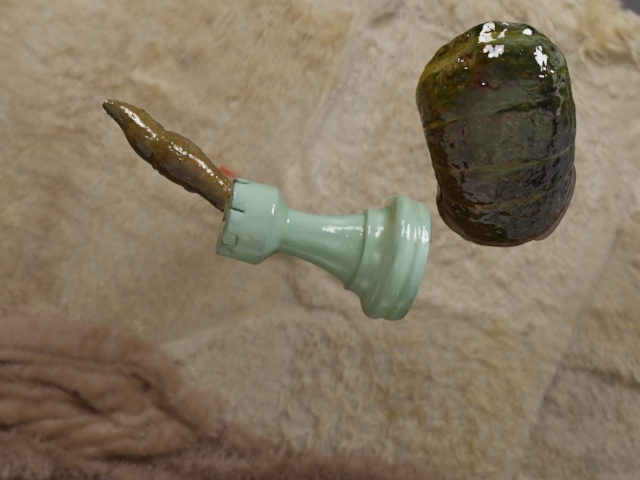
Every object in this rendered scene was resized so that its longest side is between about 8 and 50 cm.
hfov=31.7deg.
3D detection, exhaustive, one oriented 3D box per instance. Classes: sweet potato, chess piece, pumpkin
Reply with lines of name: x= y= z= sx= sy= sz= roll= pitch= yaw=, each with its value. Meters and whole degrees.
sweet potato: x=-0.185 y=-0.102 z=1.517 sx=0.274 sy=0.067 sz=0.067 roll=40 pitch=110 yaw=6
chess piece: x=0.000 y=0.000 z=0.582 sx=0.103 sy=0.067 sz=0.067 roll=14 pitch=112 yaw=-7
pumpkin: x=0.061 y=-0.028 z=0.366 sx=0.050 sy=0.028 sz=0.083 roll=-13 pitch=123 yaw=4

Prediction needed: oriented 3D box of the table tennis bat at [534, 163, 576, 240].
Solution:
table tennis bat: x=0.328 y=-0.069 z=1.646 sx=0.019 sy=0.220 sz=0.130 roll=26 pitch=88 yaw=29
